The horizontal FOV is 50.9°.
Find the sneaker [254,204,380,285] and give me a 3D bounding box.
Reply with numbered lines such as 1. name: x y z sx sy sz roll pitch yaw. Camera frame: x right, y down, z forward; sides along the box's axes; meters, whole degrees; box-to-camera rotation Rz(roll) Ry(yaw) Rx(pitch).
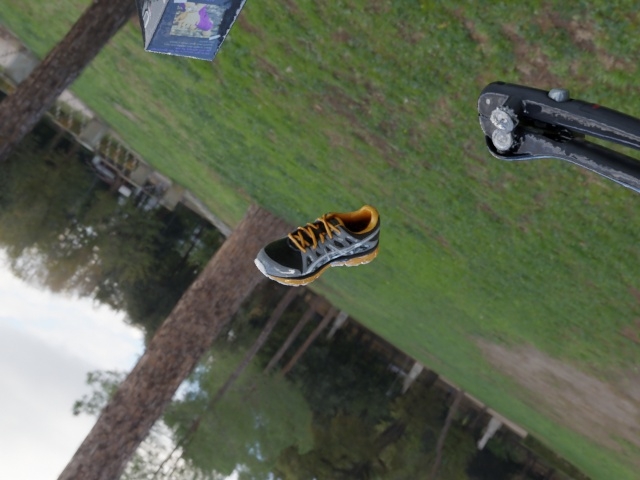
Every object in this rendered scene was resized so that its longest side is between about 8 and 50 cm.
1. sneaker: 0.000 0.000 0.990 0.084 0.214 0.083 48 140 33

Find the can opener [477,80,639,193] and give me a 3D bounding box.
1. can opener: 0.186 -0.073 0.467 0.186 0.073 0.059 31 140 47

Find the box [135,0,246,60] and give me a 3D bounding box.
1. box: -0.222 -0.476 1.203 0.143 0.165 0.270 -1 156 -33
